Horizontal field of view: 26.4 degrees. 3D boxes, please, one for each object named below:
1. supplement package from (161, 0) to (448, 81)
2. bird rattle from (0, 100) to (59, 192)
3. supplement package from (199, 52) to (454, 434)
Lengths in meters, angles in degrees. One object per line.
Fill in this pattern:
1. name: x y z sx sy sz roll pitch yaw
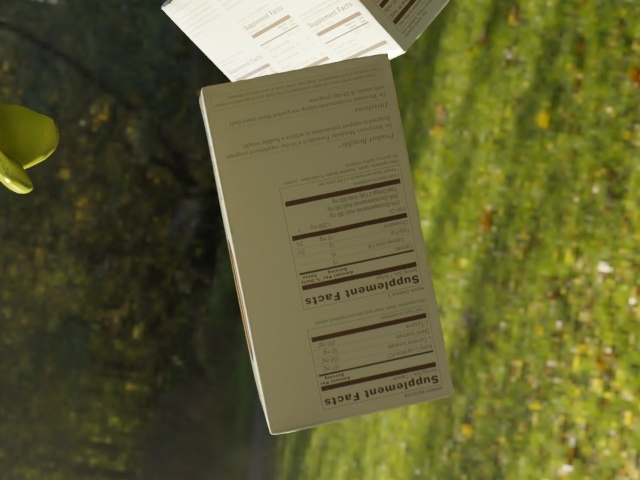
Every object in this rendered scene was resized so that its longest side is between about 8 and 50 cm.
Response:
1. supplement package: 0.016 -0.253 1.203 0.204 0.145 0.262 -52 18 -23
2. bird rattle: -0.280 -0.043 0.708 0.207 0.253 0.143 -91 -17 -44
3. supplement package: 0.000 0.000 0.993 0.139 0.133 0.244 -156 55 -84
